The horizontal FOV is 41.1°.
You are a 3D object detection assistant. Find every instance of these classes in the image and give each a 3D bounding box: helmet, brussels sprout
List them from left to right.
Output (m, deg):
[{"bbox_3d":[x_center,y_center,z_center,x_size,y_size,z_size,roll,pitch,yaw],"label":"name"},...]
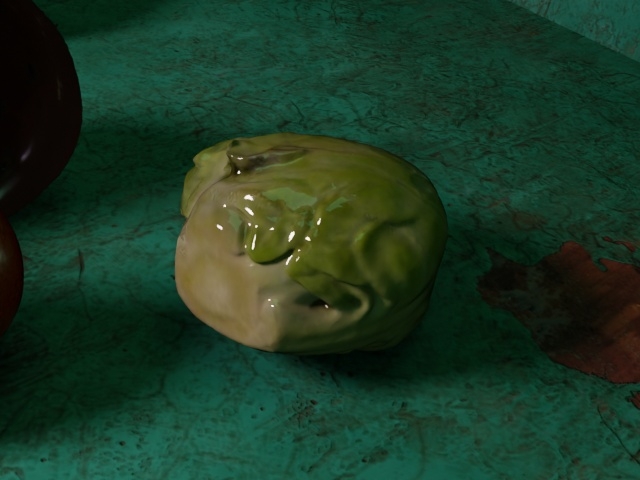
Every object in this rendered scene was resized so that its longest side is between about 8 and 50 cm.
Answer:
[{"bbox_3d":[-0.497,-0.179,0.978,0.230,0.338,0.385,27,17,29],"label":"helmet"},{"bbox_3d":[0.000,0.000,0.972,0.327,0.247,0.328,1,20,0],"label":"brussels sprout"}]

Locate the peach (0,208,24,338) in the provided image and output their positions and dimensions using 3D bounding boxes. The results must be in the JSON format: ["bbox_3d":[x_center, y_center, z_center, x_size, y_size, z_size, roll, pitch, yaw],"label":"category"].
[{"bbox_3d":[-0.415,0.051,0.781,0.274,0.248,0.245,9,67,-28],"label":"peach"}]
